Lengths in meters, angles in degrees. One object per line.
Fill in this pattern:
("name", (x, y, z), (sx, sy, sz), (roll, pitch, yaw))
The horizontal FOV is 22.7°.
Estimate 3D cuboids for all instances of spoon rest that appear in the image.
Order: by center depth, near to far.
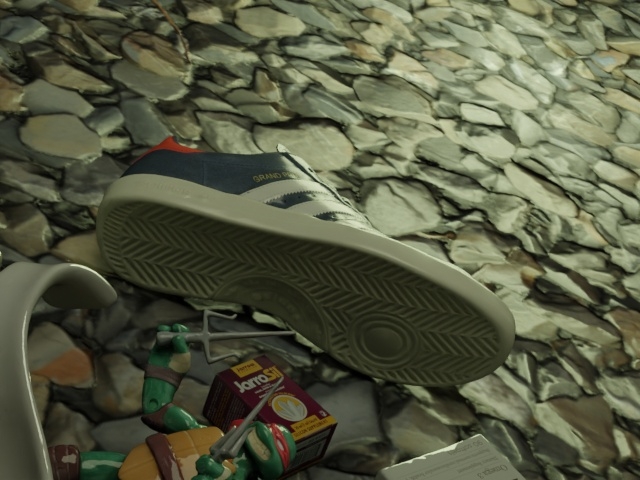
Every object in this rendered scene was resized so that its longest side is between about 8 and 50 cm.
("spoon rest", (-0.202, 0.116, 0.960), (0.137, 0.084, 0.276), (0, 49, 20))

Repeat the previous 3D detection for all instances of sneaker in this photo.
("sneaker", (0.000, 0.000, 1.312), (0.350, 0.131, 0.148), (22, 36, 0))

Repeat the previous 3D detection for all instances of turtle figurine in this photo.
("turtle figurine", (-0.099, 0.144, 1.038), (0.234, 0.118, 0.175), (-18, 27, -16))

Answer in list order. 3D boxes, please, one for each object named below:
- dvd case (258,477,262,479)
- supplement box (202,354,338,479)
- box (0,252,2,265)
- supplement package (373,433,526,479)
("dvd case", (-0.049, 0.211, 1.082), (0.087, 0.013, 0.119), (35, 36, 19))
("supplement box", (-0.038, 0.131, 1.180), (0.083, 0.043, 0.055), (40, 38, 27))
("box", (-0.315, 0.087, 0.980), (0.127, 0.148, 0.232), (26, 33, 5))
("supplement package", (0.112, 0.233, 1.059), (0.105, 0.105, 0.179), (-12, 46, -43))
